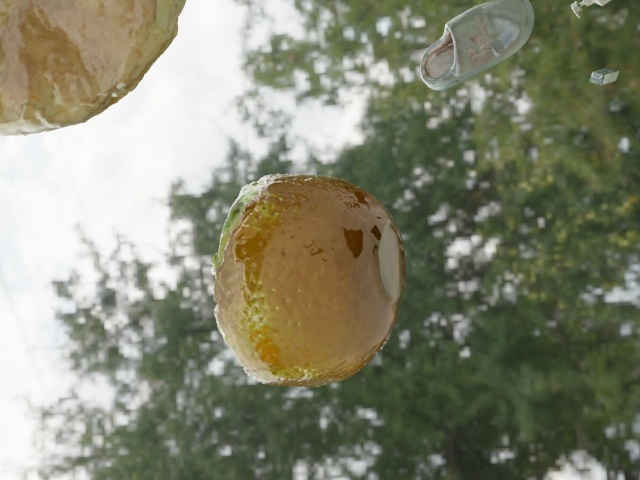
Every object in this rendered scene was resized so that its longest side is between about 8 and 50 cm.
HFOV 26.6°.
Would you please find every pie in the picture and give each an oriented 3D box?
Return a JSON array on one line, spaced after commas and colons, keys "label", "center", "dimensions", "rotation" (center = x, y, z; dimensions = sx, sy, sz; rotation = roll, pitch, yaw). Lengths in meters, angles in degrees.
[{"label": "pie", "center": [-0.267, -0.250, 1.156], "dimensions": [0.083, 0.340, 0.339], "rotation": [-74, -25, -75]}]

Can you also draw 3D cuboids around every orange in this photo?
[{"label": "orange", "center": [0.001, 0.051, 1.665], "dimensions": [0.334, 0.196, 0.262], "rotation": [16, -96, -74]}]

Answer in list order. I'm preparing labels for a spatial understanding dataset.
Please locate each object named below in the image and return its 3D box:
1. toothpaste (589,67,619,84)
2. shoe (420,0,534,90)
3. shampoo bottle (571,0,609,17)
[{"label": "toothpaste", "center": [0.415, -0.240, 1.974], "dimensions": [0.083, 0.020, 0.017], "rotation": [-21, -52, -62]}, {"label": "shoe", "center": [0.211, -0.284, 1.928], "dimensions": [0.078, 0.195, 0.079], "rotation": [11, -125, -48]}, {"label": "shampoo bottle", "center": [0.453, -0.400, 2.112], "dimensions": [0.049, 0.141, 0.034], "rotation": [57, -160, -4]}]
